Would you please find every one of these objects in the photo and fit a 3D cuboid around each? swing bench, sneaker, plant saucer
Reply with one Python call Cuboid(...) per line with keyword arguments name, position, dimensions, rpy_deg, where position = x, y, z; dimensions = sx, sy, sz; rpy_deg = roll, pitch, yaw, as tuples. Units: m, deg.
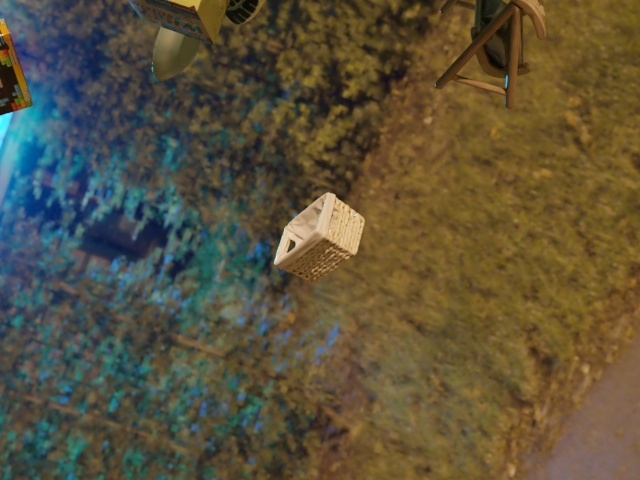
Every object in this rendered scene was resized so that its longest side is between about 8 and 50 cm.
Cuboid(name="swing bench", position=(0.328, -0.432, 1.879), dimensions=(0.255, 0.165, 0.253), rpy_deg=(109, 174, -49))
Cuboid(name="sneaker", position=(-0.105, -0.474, 1.817), dimensions=(0.094, 0.081, 0.208), rpy_deg=(-33, -17, -51))
Cuboid(name="plant saucer", position=(-0.275, -0.407, 2.051), dimensions=(0.195, 0.037, 0.195), rpy_deg=(-62, -10, -20))

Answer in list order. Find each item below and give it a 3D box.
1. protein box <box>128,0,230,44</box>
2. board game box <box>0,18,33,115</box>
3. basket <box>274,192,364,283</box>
Cuboid(name="protein box", position=(-0.211, -0.447, 1.613), dimensions=(0.201, 0.136, 0.200), rpy_deg=(62, -132, -86))
Cuboid(name="board game box", position=(-0.589, -0.286, 1.756), dimensions=(0.170, 0.141, 0.048), rpy_deg=(87, 157, -51))
Cuboid(name="basket", position=(0.000, 0.000, 2.044), dimensions=(0.167, 0.103, 0.113), rpy_deg=(-38, 27, 46))
